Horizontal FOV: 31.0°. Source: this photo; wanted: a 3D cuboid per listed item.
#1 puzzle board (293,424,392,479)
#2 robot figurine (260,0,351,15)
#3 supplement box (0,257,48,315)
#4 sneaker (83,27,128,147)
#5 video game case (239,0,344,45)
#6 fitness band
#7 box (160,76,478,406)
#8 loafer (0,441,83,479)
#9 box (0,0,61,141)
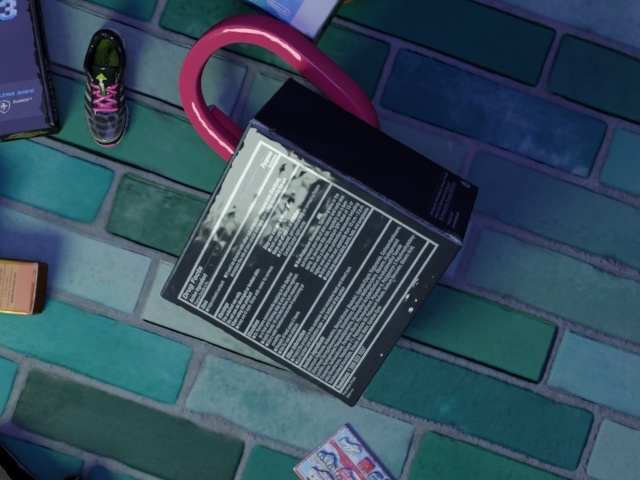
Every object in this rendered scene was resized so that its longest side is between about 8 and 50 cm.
[{"bbox_3d":[0.039,0.338,1.624,0.096,0.011,0.128,-40,89,-3],"label":"puzzle board"},{"bbox_3d":[-0.032,-0.441,1.611,0.211,0.085,0.291,-14,88,-2],"label":"robot figurine"},{"bbox_3d":[-0.499,0.053,1.581,0.233,0.078,0.080,5,88,-3],"label":"supplement box"},{"bbox_3d":[-0.299,-0.216,1.598,0.063,0.075,0.170,2,88,-2],"label":"sneaker"},{"bbox_3d":[-0.055,-0.433,1.537,0.269,0.061,0.244,32,88,2],"label":"video game case"},{"bbox_3d":[-0.053,-0.173,1.555,0.291,0.054,0.209,40,125,-10],"label":"fitness band"},{"bbox_3d":[0.000,0.000,1.493,0.294,0.183,0.296,30,120,-2],"label":"box"},{"bbox_3d":[-0.348,0.382,1.546,0.366,0.134,0.130,30,88,-1],"label":"loafer"},{"bbox_3d":[-0.530,-0.272,1.596,0.296,0.073,0.293,-9,89,-3],"label":"box"}]
